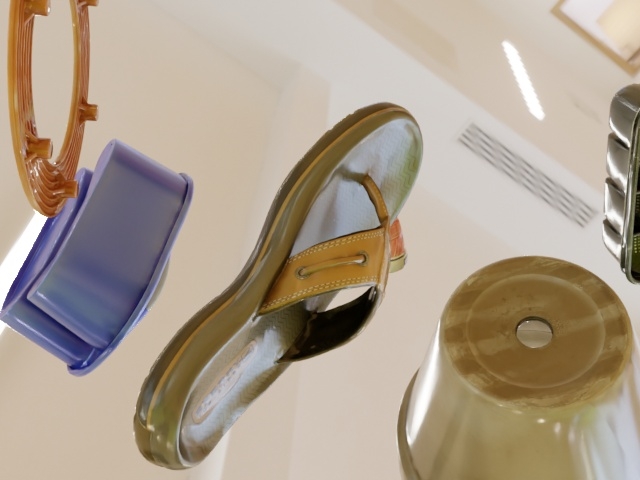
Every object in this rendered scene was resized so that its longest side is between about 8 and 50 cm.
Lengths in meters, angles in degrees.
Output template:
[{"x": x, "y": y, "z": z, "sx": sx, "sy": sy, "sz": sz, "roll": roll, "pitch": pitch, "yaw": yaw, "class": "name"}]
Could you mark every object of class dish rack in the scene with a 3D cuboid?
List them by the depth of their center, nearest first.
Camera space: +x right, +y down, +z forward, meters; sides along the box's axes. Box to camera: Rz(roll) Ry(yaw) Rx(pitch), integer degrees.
[{"x": 0.406, "y": -0.091, "z": 0.898, "sx": 0.272, "sy": 0.208, "sz": 0.074, "roll": -18, "pitch": -143, "yaw": -13, "class": "dish rack"}]

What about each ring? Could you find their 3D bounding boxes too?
[{"x": -0.280, "y": -0.192, "z": 0.975, "sx": 0.032, "sy": 0.336, "sz": 0.336, "roll": 3, "pitch": -145, "yaw": -5, "class": "ring"}]

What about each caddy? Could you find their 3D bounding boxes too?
[{"x": -0.299, "y": 0.026, "z": 1.276, "sx": 0.179, "sy": 0.241, "sz": 0.341, "roll": 34, "pitch": -126, "yaw": -24, "class": "caddy"}]

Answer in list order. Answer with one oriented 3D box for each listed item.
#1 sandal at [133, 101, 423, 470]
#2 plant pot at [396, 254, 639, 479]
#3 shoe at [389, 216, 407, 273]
[{"x": -0.005, "y": 0.026, "z": 0.445, "sx": 0.060, "sy": 0.219, "sz": 0.090, "roll": 25, "pitch": 153, "yaw": 30, "class": "sandal"}, {"x": 0.237, "y": 0.174, "z": 0.994, "sx": 0.280, "sy": 0.323, "sz": 0.323, "roll": 77, "pitch": 170, "yaw": -50, "class": "plant pot"}, {"x": 0.000, "y": 0.000, "z": 0.948, "sx": 0.063, "sy": 0.178, "sz": 0.081, "roll": -89, "pitch": -10, "yaw": -69, "class": "shoe"}]
